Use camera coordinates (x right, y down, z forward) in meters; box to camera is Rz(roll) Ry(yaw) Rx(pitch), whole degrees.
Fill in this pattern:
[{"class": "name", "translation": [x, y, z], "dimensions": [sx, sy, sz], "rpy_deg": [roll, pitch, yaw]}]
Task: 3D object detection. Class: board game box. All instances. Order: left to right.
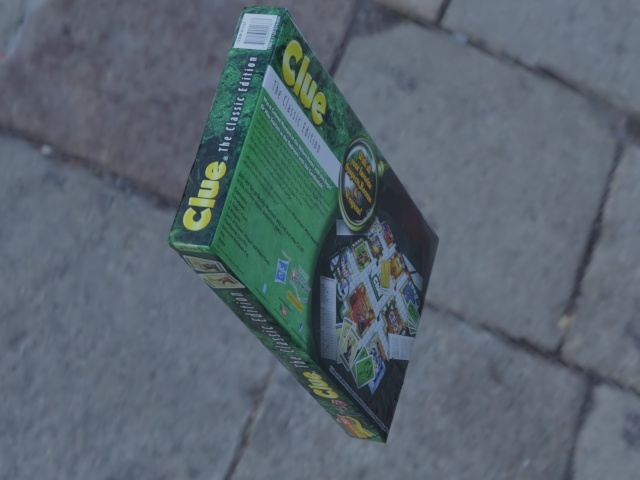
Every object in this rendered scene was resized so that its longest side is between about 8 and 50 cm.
[{"class": "board game box", "translation": [0.000, 0.000, 1.028], "dimensions": [0.030, 0.259, 0.136], "rpy_deg": [8, 66, 26]}]
